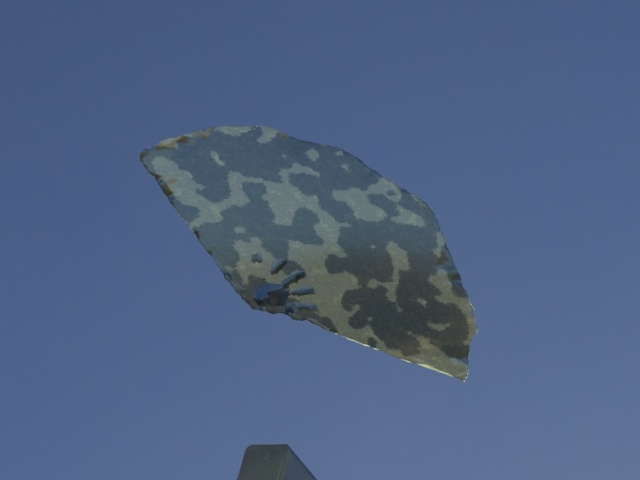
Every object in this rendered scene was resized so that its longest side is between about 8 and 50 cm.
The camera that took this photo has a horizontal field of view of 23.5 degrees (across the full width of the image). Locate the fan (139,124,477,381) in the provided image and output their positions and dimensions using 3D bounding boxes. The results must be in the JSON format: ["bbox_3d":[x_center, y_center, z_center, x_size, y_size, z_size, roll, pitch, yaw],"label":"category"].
[{"bbox_3d":[0.000,0.000,0.916,0.240,0.131,0.009,35,-30,14],"label":"fan"}]

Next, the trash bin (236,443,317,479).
[{"bbox_3d":[-0.028,0.212,1.238,0.043,0.061,0.092,-4,-38,29],"label":"trash bin"}]
